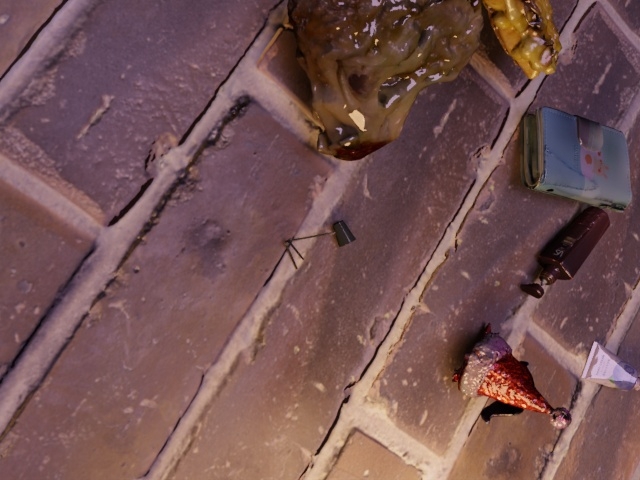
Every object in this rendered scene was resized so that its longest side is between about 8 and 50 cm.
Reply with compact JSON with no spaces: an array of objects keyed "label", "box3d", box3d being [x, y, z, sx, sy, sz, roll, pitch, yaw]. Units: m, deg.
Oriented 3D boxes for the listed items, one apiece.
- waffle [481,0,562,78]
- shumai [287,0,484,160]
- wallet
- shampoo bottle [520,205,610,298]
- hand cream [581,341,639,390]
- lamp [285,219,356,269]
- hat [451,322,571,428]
[{"label":"waffle","box3d":[0.332,-0.479,1.285,0.379,0.095,0.382,40,45,-48]},{"label":"shumai","box3d":[0.098,-0.276,1.199,0.346,0.217,0.283,9,87,-32]},{"label":"wallet","box3d":[0.513,-0.161,1.486,0.250,0.075,0.176,11,72,-27]},{"label":"shampoo bottle","box3d":[0.497,0.026,1.505,0.236,0.068,0.067,-45,110,-22]},{"label":"hand cream","box3d":[0.630,0.282,1.594,0.142,0.053,0.084,26,80,-16]},{"label":"lamp","box3d":[0.001,-0.001,1.259,0.121,0.041,0.054,-28,96,-27]},{"label":"hat","box3d":[0.360,0.264,1.359,0.140,0.227,0.129,-29,139,-39]}]
